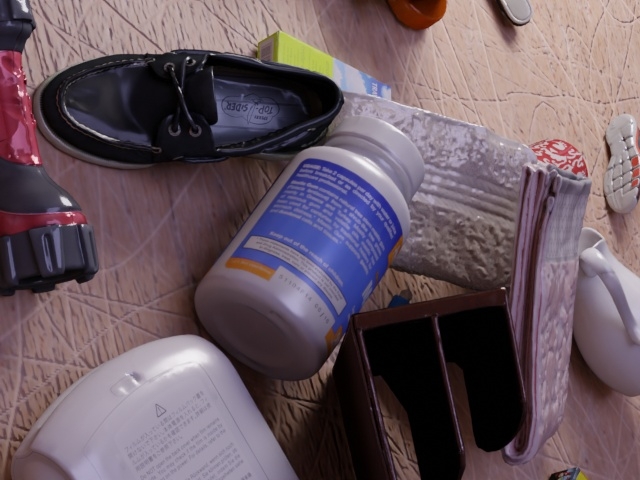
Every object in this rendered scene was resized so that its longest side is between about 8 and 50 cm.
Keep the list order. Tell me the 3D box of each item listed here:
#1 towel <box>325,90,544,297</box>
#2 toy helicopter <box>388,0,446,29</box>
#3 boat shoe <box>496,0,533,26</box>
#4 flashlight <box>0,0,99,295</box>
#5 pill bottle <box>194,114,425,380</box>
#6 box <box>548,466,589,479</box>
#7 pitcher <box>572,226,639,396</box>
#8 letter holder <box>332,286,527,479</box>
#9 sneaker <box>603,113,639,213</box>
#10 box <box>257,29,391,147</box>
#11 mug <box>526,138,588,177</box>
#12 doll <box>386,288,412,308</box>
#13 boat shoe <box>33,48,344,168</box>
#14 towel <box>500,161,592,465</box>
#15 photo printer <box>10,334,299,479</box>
[{"bbox_3d":[0.124,-0.049,1.919,0.282,0.049,0.187,14,81,-24],"label":"towel"},{"bbox_3d":[0.052,-0.402,2.028,0.355,0.140,0.235,3,68,-42],"label":"toy helicopter"},{"bbox_3d":[0.249,-0.347,2.267,0.046,0.038,0.125,-29,87,-6],"label":"boat shoe"},{"bbox_3d":[-0.283,-0.105,1.569,0.103,0.103,0.304,-10,82,-12],"label":"flashlight"},{"bbox_3d":[0.000,0.000,1.742,0.152,0.152,0.272,48,57,-18],"label":"pill bottle"},{"bbox_3d":[0.335,0.408,2.003,0.233,0.044,0.159,49,45,-17],"label":"box"},{"bbox_3d":[0.371,0.092,2.098,0.207,0.125,0.178,58,1,-5],"label":"pitcher"},{"bbox_3d":[0.112,0.191,1.673,0.152,0.302,0.214,-10,77,-5],"label":"letter holder"},{"bbox_3d":[0.434,-0.100,2.326,0.065,0.061,0.158,34,51,-38],"label":"sneaker"},{"bbox_3d":[0.004,-0.158,1.932,0.178,0.042,0.109,22,58,-37],"label":"box"},{"bbox_3d":[0.252,-0.050,2.107,0.113,0.150,0.169,30,31,24],"label":"mug"},{"bbox_3d":[0.118,0.118,1.918,0.189,0.046,0.129,-5,75,-46],"label":"doll"},{"bbox_3d":[-0.122,-0.140,1.724,0.340,0.113,0.127,6,73,-34],"label":"boat shoe"},{"bbox_3d":[0.253,0.076,1.882,0.332,0.053,0.317,-2,98,-75],"label":"towel"},{"bbox_3d":[-0.133,0.252,1.559,0.256,0.107,0.308,-36,98,-47],"label":"photo printer"}]
